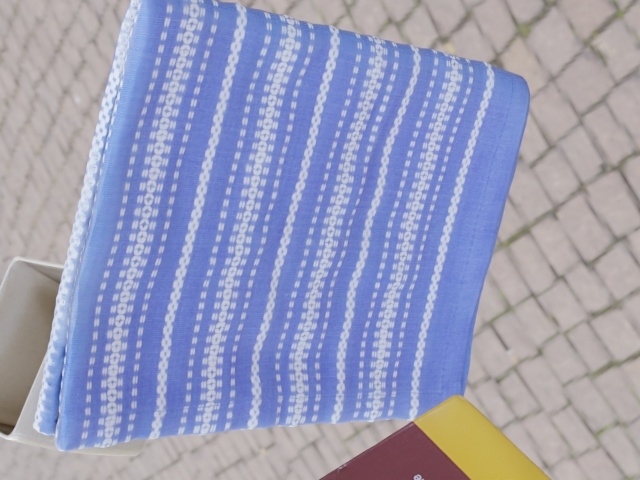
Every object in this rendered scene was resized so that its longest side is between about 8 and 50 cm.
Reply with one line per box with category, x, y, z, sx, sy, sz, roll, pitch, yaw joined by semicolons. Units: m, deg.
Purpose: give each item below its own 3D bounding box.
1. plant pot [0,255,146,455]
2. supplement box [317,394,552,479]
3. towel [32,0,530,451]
plant pot;-0.155;0.081;0.875;0.096;0.109;0.109;28;168;-33
supplement box;0.023;0.185;0.389;0.191;0.194;0.129;43;152;39
towel;0.000;0.000;0.800;0.040;0.336;0.243;22;102;41
